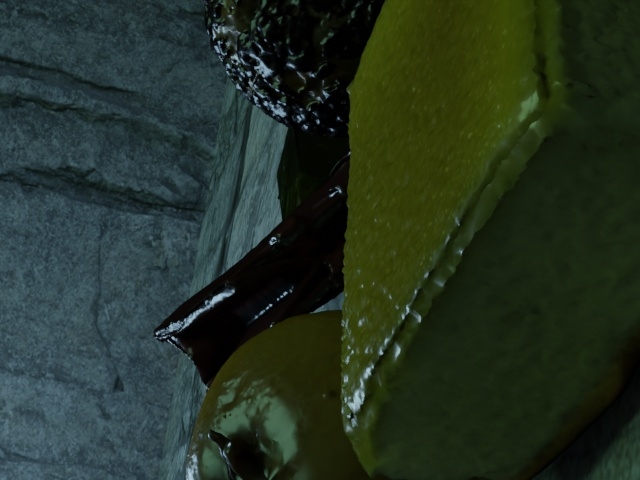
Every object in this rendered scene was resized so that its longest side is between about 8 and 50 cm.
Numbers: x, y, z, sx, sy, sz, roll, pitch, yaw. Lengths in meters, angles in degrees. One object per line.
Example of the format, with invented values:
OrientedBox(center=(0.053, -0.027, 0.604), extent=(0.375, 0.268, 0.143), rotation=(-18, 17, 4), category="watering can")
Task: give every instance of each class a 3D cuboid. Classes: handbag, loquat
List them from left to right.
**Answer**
OrientedBox(center=(0.001, 0.001, 1.218), extent=(0.260, 0.084, 0.275), rotation=(-40, 1, -24), category="handbag")
OrientedBox(center=(0.016, 0.147, 1.020), extent=(0.208, 0.208, 0.208), rotation=(-168, 90, -80), category="loquat")

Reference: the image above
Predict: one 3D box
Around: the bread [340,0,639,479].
OrientedBox(center=(0.118, -0.071, 0.890), extent=(0.323, 0.143, 0.333), rotation=(115, 164, -47), category="bread")

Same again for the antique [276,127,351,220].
OrientedBox(center=(0.005, -0.054, 1.667), extent=(0.221, 0.081, 0.080), rotation=(-101, 23, -65), category="antique")

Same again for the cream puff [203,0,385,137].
OrientedBox(center=(0.012, -0.205, 1.339), extent=(0.165, 0.239, 0.239), rotation=(1, -78, -76), category="cream puff")
